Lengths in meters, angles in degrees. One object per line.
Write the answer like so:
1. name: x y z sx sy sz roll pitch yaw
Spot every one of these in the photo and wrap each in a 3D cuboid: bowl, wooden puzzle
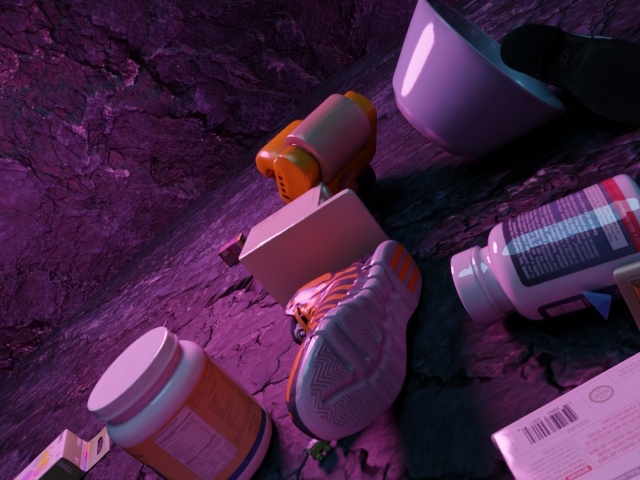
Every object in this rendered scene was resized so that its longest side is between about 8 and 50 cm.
1. bowl: 0.251 -0.268 0.783 0.163 0.311 0.312 -51 11 36
2. wooden puzzle: 0.288 0.045 0.356 0.116 0.079 0.014 -34 1 31

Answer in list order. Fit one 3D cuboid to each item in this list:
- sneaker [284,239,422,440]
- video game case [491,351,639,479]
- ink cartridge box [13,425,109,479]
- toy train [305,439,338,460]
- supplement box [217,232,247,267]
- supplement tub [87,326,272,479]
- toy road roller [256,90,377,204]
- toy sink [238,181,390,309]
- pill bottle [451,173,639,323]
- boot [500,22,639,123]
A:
1. sneaker: 0.016 0.131 0.574 0.180 0.125 0.321 -29 9 36
2. video game case: 0.249 0.149 0.254 0.232 0.042 0.210 -36 22 10
3. ink cartridge box: -0.517 0.448 0.862 0.209 0.062 0.109 -44 22 -14
4. toy train: 0.016 0.218 0.513 0.083 0.024 0.017 -45 22 -13
5. supplement box: -0.241 0.028 1.252 0.083 0.055 0.043 -32 21 15
6. supplement tub: -0.174 0.223 0.569 0.144 0.200 0.144 -33 22 15
7. toy road roller: -0.027 -0.183 0.958 0.202 0.240 0.330 -47 -19 -17
8. toy sink: 0.000 0.000 0.793 0.234 0.153 0.131 -32 22 20
9. pill bottle: 0.232 0.019 0.444 0.180 0.108 0.108 -25 25 30
10. boot: 0.414 -0.270 0.693 0.229 0.263 0.091 -22 -37 -52
